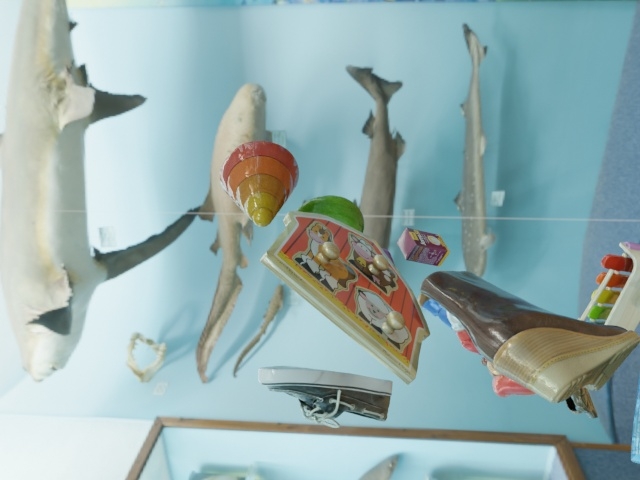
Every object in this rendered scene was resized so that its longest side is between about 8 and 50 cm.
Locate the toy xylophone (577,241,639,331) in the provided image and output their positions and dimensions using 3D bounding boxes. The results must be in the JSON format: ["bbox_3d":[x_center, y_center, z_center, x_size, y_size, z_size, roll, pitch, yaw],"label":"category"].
[{"bbox_3d":[0.799,0.155,1.388,0.323,0.236,0.081,-67,26,16],"label":"toy xylophone"}]

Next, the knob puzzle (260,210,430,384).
[{"bbox_3d":[0.043,0.030,0.518,0.030,0.213,0.213,-49,14,24],"label":"knob puzzle"}]

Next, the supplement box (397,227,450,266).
[{"bbox_3d":[0.200,0.013,0.992,0.043,0.083,0.055,-63,29,32],"label":"supplement box"}]

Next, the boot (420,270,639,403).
[{"bbox_3d":[0.271,0.098,0.652,0.207,0.248,0.090,45,123,39],"label":"boot"}]

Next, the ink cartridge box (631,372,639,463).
[{"bbox_3d":[0.520,0.215,0.592,0.233,0.171,0.168,91,-164,-74],"label":"ink cartridge box"}]

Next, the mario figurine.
[{"bbox_3d":[0.369,0.181,1.074,0.320,0.198,0.170,45,152,36],"label":"mario figurine"}]

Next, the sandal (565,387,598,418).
[{"bbox_3d":[0.621,0.389,1.229,0.219,0.060,0.090,26,-133,-55],"label":"sandal"}]

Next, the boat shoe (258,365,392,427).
[{"bbox_3d":[0.012,0.312,1.012,0.113,0.306,0.105,-11,66,51],"label":"boat shoe"}]

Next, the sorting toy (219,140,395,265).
[{"bbox_3d":[0.000,0.000,0.797,0.365,0.127,0.126,36,-154,-31],"label":"sorting toy"}]
